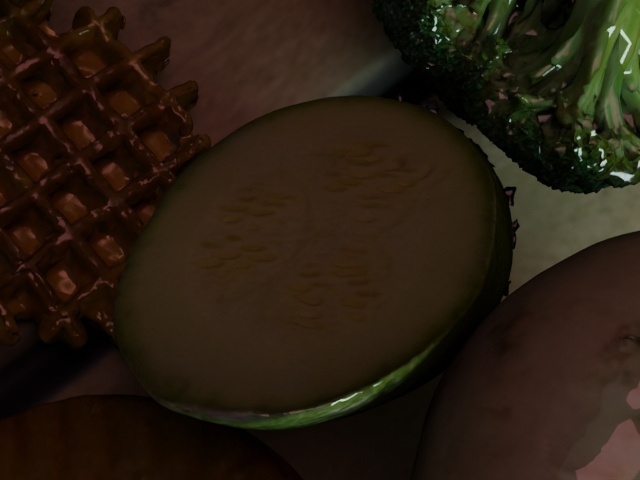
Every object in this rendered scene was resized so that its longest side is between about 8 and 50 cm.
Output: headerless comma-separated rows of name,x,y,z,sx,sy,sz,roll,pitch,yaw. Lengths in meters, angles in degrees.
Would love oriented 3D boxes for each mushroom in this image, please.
mushroom,0.195,0.150,0.983,0.290,0.297,0.297,17,56,41

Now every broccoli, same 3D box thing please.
broccoli,0.154,-0.162,1.139,0.254,0.269,0.269,-1,66,-30

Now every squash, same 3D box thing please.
squash,0.000,0.000,1.022,0.189,0.260,0.189,-1,87,14

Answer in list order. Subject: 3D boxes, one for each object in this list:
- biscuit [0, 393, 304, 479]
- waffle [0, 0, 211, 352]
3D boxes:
biscuit,-0.123,0.224,0.967,0.318,0.040,0.317,-9,61,16
waffle,-0.177,-0.045,1.140,0.229,0.051,0.231,9,64,-7
